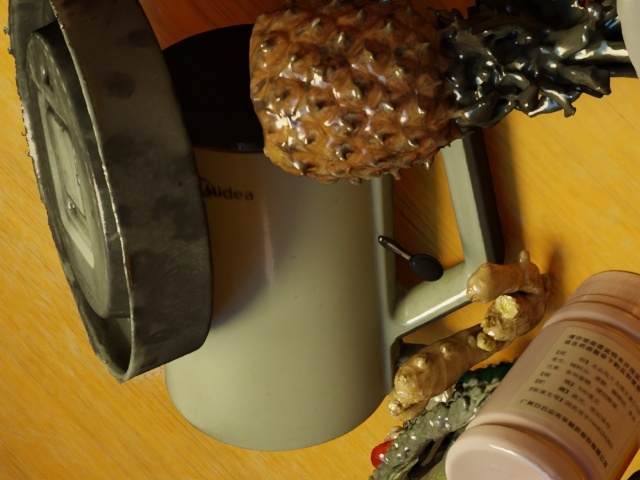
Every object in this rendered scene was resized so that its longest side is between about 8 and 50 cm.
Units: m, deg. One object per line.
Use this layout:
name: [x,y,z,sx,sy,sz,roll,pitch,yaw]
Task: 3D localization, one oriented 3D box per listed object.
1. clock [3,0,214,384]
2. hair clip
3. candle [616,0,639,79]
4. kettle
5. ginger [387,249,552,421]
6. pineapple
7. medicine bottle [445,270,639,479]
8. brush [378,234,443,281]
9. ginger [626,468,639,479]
clock: [-0.197,-0.064,1.039,0.386,0.076,0.386,50,148,47]
hair clip: [0.137,0.199,1.269,0.091,0.138,0.321,67,150,23]
candle: [0.284,-0.163,0.614,0.221,0.342,0.221,22,138,21]
kettle: [0.000,0.000,1.141,0.361,0.250,0.376,7,129,13]
ginger: [0.149,0.095,1.106,0.052,0.176,0.193,57,150,32]
pineapple: [0.131,-0.143,0.871,0.365,0.165,0.165,-12,120,12]
medicine bottle: [0.226,0.146,1.018,0.133,0.250,0.133,24,137,24]
brush: [0.083,0.016,1.054,0.083,0.024,0.008,32,-171,-31]
ginger: [0.398,0.420,1.145,0.413,0.211,0.358,-6,121,46]
